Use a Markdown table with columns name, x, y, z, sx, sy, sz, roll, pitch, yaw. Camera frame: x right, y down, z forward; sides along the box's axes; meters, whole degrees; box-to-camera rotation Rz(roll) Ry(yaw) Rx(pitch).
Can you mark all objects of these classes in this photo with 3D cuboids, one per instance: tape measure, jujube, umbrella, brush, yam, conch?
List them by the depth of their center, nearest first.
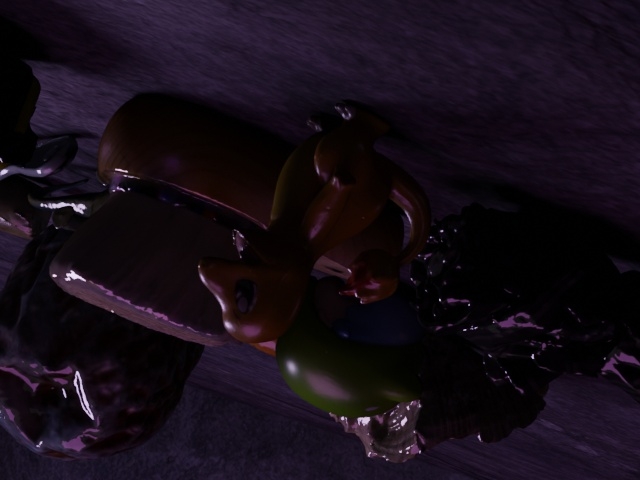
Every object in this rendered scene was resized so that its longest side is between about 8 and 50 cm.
| name | x | y | z | sx | sy | sz | roll | pitch | yaw |
| --- | --- | --- | --- | --- | --- | --- | --- | --- | --- |
| umbrella | 0.220 | 0.073 | 1.405 | 0.337 | 0.128 | 0.154 | 22 | 169 | -25 |
| tape measure | -0.302 | -0.123 | 1.466 | 0.186 | 0.112 | 0.199 | 21 | 179 | 45 |
| brush | -0.070 | 0.005 | 1.518 | 0.267 | 0.166 | 0.174 | 20 | 171 | -9 |
| brush | -0.321 | -0.090 | 1.867 | 0.060 | 0.068 | 0.297 | 48 | 156 | -20 |
| jujube | -0.226 | 0.085 | 1.946 | 0.226 | 0.226 | 0.317 | 21 | -151 | 1 |
| conch | 0.133 | 0.174 | 2.057 | 0.245 | 0.178 | 0.163 | -5 | 129 | -6 |
| yam | -0.481 | -0.088 | 2.131 | 0.371 | 0.083 | 0.083 | 18 | 170 | 6 |

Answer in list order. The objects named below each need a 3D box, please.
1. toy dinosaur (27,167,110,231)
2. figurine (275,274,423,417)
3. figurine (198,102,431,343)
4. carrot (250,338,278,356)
| name | x | y | z | sx | sy | sz | roll | pitch | yaw |
| --- | --- | --- | --- | --- | --- | --- | --- | --- | --- |
| toy dinosaur | -0.177 | -0.025 | 1.839 | 0.363 | 0.076 | 0.147 | 12 | 171 | 33 |
| figurine | -0.009 | 0.082 | 1.926 | 0.263 | 0.143 | 0.162 | 33 | 173 | -1 |
| figurine | 0.002 | 0.004 | 1.296 | 0.122 | 0.176 | 0.121 | 41 | 167 | -13 |
| carrot | -0.123 | 0.070 | 2.293 | 0.205 | 0.072 | 0.072 | 28 | 170 | -9 |
